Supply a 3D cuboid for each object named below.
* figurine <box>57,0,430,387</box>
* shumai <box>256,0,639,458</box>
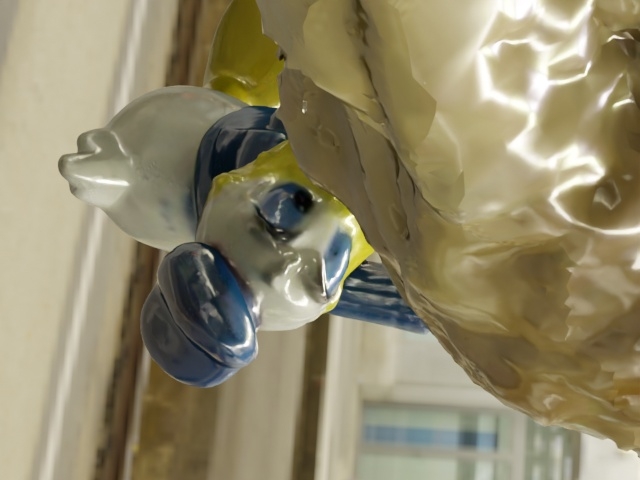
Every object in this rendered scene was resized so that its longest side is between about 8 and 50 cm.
[{"bbox_3d":[0.000,0.000,0.848,0.338,0.283,0.204,-57,152,-69],"label":"figurine"},{"bbox_3d":[0.082,-0.072,0.394,0.262,0.267,0.314,-30,131,-68],"label":"shumai"}]
